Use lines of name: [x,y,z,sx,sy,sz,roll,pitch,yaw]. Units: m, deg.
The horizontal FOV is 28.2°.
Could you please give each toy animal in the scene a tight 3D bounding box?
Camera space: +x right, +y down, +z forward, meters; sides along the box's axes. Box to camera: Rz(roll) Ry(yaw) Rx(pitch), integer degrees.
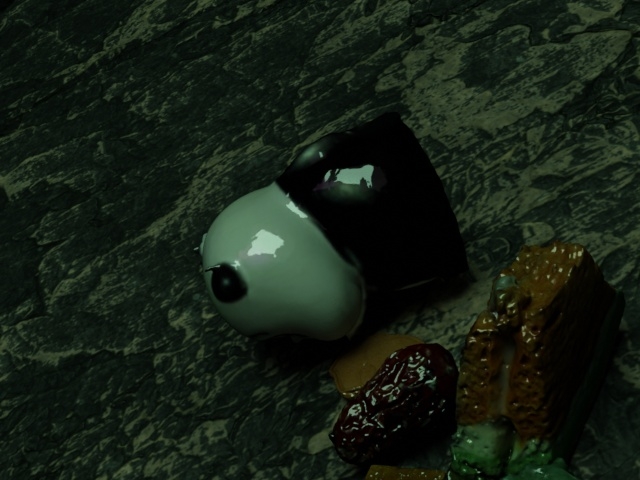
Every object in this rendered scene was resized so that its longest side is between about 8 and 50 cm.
toy animal: [0.000,0.000,1.591,0.310,0.251,0.251,-25,33,-5]

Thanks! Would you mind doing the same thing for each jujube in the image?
jujube: [0.083,0.182,1.409,0.166,0.104,0.104,-36,33,9]

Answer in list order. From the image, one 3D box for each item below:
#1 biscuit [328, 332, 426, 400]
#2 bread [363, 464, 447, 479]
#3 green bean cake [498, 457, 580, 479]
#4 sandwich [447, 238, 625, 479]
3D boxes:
biscuit: [0.070,0.149,1.525,0.130,0.019,0.102,-5,40,33]
bread: [0.081,0.281,1.331,0.094,0.035,0.090,-2,42,33]
green bean cake: [0.162,0.304,1.090,0.208,0.193,0.107,-27,35,-5]
sandwich: [0.230,0.105,1.321,0.109,0.212,0.292,13,37,26]
